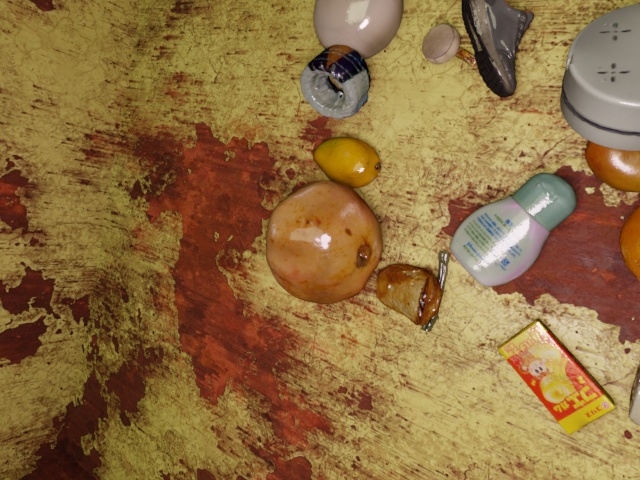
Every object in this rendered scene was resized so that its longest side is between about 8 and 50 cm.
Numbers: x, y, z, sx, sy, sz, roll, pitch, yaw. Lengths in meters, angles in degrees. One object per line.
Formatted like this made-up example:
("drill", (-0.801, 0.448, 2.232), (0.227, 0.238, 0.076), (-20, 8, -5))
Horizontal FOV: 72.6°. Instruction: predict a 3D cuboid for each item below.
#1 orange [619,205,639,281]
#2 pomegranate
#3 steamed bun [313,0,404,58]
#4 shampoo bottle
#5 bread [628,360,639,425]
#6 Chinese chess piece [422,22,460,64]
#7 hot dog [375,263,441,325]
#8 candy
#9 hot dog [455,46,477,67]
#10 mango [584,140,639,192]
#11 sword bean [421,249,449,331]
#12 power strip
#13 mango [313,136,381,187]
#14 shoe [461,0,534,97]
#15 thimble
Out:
("orange", (0.832, 0.006, 0.998), (0.246, 0.246, 0.246), (-1, 87, 32))
("pomegranate", (0.000, 0.000, 1.441), (0.411, 0.411, 0.411), (-1, 87, 32))
("steamed bun", (0.119, -0.793, 1.499), (0.324, 0.206, 0.324), (-2, 87, 31))
("shampoo bottle", (0.549, -0.039, 1.229), (0.349, 0.151, 0.222), (-48, 59, 22))
("bread", (0.898, 0.382, 0.969), (0.338, 0.187, 0.155), (15, 103, 32))
("Chinese chess piece", (0.388, -0.631, 1.401), (0.122, 0.051, 0.122), (-8, 78, 42))
("hot dog", (0.288, 0.166, 1.402), (0.259, 0.114, 0.175), (28, 112, 61))
("candy", (0.639, 0.365, 1.193), (0.146, 0.088, 0.276), (-47, 65, 21))
("hot dog", (0.459, -0.581, 1.374), (0.090, 0.034, 0.030), (47, 111, 24))
("mango", (0.780, -0.204, 1.105), (0.151, 0.120, 0.221), (-40, 70, 23))
("sword bean", (0.374, 0.162, 1.401), (0.043, 0.038, 0.269), (12, 95, 7))
("power strip", (0.772, -0.385, 1.025), (0.357, 0.161, 0.357), (-10, 59, 16))
("mango", (0.090, -0.281, 1.557), (0.317, 0.119, 0.176), (29, 106, 39))
("shoe", (0.544, -0.597, 1.281), (0.171, 0.132, 0.336), (-19, 89, 8))
("thimble", (0.058, -0.540, 1.512), (0.237, 0.237, 0.150), (17, 56, 32))
